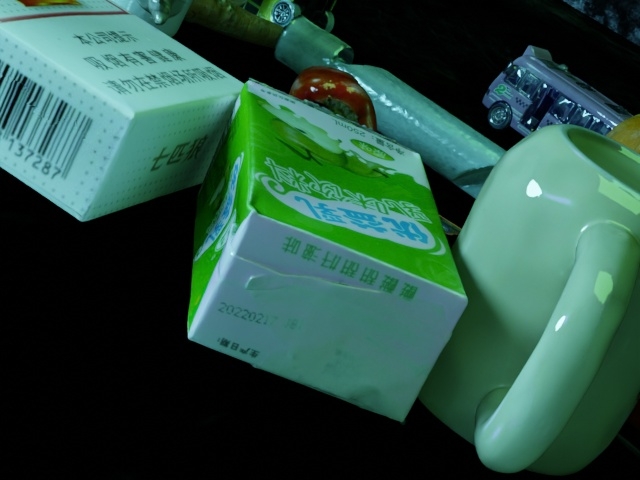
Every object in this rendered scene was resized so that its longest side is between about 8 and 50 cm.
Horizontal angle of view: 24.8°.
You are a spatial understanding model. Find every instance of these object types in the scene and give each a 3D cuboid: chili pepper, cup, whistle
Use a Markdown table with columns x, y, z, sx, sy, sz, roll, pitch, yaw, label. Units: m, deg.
| x | y | z | sx | sy | sz | roll | pitch | yaw | label |
| --- | --- | --- | --- | --- | --- | --- | --- | --- | --- |
| 0.009 | -0.114 | 1.358 | 0.086 | 0.084 | 0.192 | -4 | 17 | 5 | chili pepper |
| 0.148 | 0.039 | 0.982 | 0.173 | 0.202 | 0.255 | 38 | 22 | 24 | cup |
| 0.082 | -0.137 | 1.542 | 0.312 | 0.062 | 0.062 | 37 | 21 | 21 | whistle |

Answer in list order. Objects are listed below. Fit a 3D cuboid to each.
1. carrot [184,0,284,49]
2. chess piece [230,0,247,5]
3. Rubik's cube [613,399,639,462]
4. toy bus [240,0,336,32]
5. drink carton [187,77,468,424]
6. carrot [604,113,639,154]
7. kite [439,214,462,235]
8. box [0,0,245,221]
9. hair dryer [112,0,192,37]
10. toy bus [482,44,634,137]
| x | y | z | sx | sy | sz | roll | pitch | yaw | label |
| --- | --- | --- | --- | --- | --- | --- | --- | --- | --- |
| -0.084 | -0.240 | 1.598 | 0.254 | 0.049 | 0.049 | 19 | 21 | -32 | carrot |
| -0.191 | -0.395 | 1.744 | 0.117 | 0.117 | 0.397 | 10 | 29 | -43 | chess piece |
| 0.390 | 0.095 | 1.113 | 0.246 | 0.248 | 0.250 | 41 | 22 | 30 | Rubik's cube |
| -0.021 | -0.315 | 1.674 | 0.101 | 0.175 | 0.088 | 37 | 21 | 31 | toy bus |
| 0.000 | 0.000 | 1.021 | 0.161 | 0.108 | 0.271 | 22 | 22 | -12 | drink carton |
| 0.402 | -0.050 | 1.542 | 0.159 | 0.159 | 0.225 | 23 | 3 | -17 | carrot |
| 0.068 | -0.034 | 1.343 | 0.190 | 0.010 | 0.159 | 17 | 23 | -29 | kite |
| -0.239 | -0.150 | 1.092 | 0.330 | 0.095 | 0.210 | 32 | 19 | 13 | box |
| -0.149 | -0.238 | 1.305 | 0.107 | 0.173 | 0.357 | 23 | 19 | -13 | hair dryer |
| 0.303 | -0.152 | 1.807 | 0.096 | 0.108 | 0.199 | 4 | 32 | -51 | toy bus |
